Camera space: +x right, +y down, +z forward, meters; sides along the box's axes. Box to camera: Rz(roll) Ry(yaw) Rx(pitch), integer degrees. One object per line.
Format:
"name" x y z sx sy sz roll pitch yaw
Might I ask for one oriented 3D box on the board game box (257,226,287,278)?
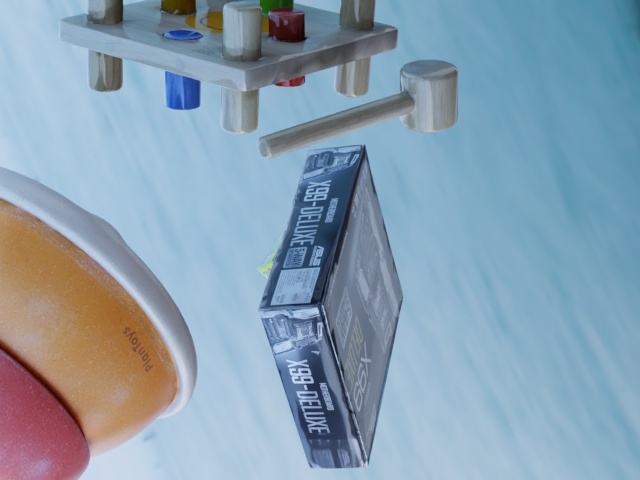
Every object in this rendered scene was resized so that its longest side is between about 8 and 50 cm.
"board game box" 0.000 0.000 2.138 0.092 0.181 0.043 42 145 -12

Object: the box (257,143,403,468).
"box" 0.019 0.074 1.839 0.307 0.076 0.242 -74 -26 -51

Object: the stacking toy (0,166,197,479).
"stacking toy" -0.372 0.191 1.466 0.350 0.480 0.351 26 148 18

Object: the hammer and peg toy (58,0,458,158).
"hammer and peg toy" -0.052 -0.196 1.564 0.361 0.266 0.127 19 117 34
